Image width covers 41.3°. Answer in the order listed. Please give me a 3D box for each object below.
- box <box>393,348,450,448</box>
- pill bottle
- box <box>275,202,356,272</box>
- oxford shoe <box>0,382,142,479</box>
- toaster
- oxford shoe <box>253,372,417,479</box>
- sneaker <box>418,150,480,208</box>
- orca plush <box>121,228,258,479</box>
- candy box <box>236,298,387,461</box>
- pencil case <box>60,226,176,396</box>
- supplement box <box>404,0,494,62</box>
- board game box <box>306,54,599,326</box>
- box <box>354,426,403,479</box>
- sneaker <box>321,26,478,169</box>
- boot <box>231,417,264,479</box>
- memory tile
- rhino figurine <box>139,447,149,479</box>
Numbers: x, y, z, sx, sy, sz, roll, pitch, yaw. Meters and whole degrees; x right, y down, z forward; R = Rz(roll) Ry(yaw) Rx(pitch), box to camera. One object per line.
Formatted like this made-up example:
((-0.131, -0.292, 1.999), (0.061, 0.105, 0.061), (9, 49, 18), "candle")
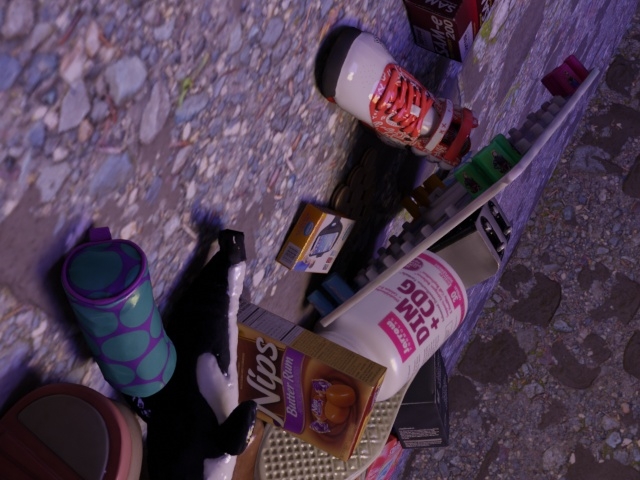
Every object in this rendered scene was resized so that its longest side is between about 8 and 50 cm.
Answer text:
((0.180, 0.275, 1.560), (0.158, 0.093, 0.155), (69, 19, -44), "box")
((0.089, 0.143, 1.290), (0.283, 0.160, 0.160), (-39, 150, -40), "pill bottle")
((0.000, 0.000, 1.062), (0.081, 0.028, 0.136), (-61, 158, 8), "box")
((-0.242, 0.306, 0.652), (0.396, 0.141, 0.146), (-60, 166, -10), "oxford shoe")
((0.264, 0.014, 1.606), (0.186, 0.110, 0.168), (-32, -170, 31), "toaster")
((0.038, 0.262, 1.371), (0.449, 0.169, 0.130), (-46, 180, -43), "oxford shoe")
((0.267, -0.097, 1.583), (0.237, 0.086, 0.085), (-44, 128, -44), "sneaker")
((-0.129, 0.127, 0.785), (0.102, 0.151, 0.287), (9, 101, -32), "orca plush")
((-0.031, 0.155, 0.948), (0.053, 0.187, 0.109), (-39, 149, -59), "candy box")
((-0.157, 0.062, 0.671), (0.151, 0.065, 0.070), (89, -7, -53), "pencil case")
((0.197, -0.362, 1.067), (0.239, 0.073, 0.130), (-62, 163, -4), "supplement box")
((0.185, -0.077, 1.192), (0.390, 0.050, 0.390), (-42, 180, 41), "board game box")
((0.062, 0.401, 1.621), (0.154, 0.142, 0.300), (-64, 162, 4), "box")
((0.102, -0.155, 0.966), (0.090, 0.145, 0.270), (-64, 162, 0), "sneaker")
((-0.110, 0.364, 1.137), (0.112, 0.115, 0.305), (-27, 138, -59), "boot")
((0.046, -0.051, 1.166), (0.113, 0.012, 0.148), (-54, 159, -28), "memory tile")
((-0.161, 0.264, 0.925), (0.106, 0.073, 0.243), (-62, 164, 3), "rhino figurine")
